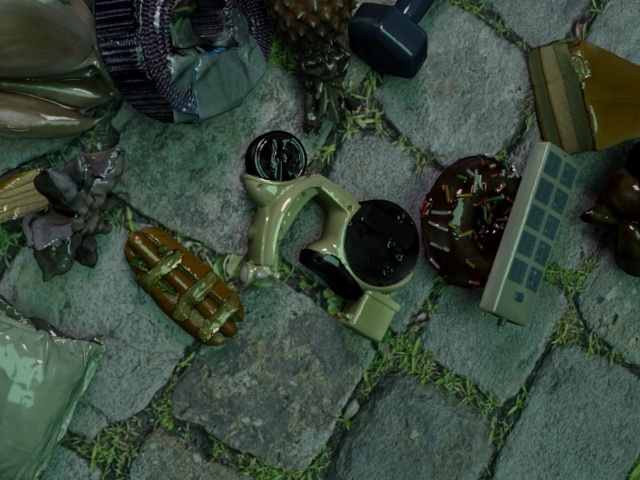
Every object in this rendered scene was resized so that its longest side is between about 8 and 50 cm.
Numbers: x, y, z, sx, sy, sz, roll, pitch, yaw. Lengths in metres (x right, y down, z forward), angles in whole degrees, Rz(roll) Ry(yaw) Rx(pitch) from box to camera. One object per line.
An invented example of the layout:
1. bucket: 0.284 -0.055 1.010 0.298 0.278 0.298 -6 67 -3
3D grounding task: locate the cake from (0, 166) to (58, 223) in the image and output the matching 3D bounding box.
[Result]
1. cake: -0.491 -0.067 1.123 0.185 0.116 0.079 -11 99 -13

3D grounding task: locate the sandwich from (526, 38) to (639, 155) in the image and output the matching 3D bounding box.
1. sandwich: 0.548 -0.300 1.427 0.199 0.155 0.227 -18 97 -18

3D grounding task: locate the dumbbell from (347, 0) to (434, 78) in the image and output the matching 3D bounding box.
1. dumbbell: 0.188 -0.455 1.304 0.316 0.156 0.144 -55 136 -8

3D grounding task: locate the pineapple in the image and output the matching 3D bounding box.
1. pineapple: -0.013 -0.353 1.213 0.175 0.175 0.360 -13 121 -17

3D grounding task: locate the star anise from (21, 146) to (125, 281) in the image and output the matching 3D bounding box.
1. star anise: -0.384 -0.049 1.126 0.093 0.229 0.236 25 71 15

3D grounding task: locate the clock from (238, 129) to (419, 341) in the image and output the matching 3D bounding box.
1. clock: 0.000 0.000 1.285 0.379 0.120 0.276 29 78 -18

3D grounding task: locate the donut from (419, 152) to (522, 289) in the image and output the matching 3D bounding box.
1. donut: 0.305 -0.033 1.364 0.270 0.103 0.269 -3 96 -33

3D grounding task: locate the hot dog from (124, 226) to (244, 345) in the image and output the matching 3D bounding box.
1. hot dog: -0.237 0.077 1.233 0.269 0.072 0.109 46 77 -16

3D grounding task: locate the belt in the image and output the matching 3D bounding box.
1. belt: -0.202 -0.320 1.122 0.325 0.122 0.260 -37 122 -54

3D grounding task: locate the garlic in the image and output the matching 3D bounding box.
1. garlic: -0.437 -0.275 1.081 0.292 0.210 0.237 -10 90 -9

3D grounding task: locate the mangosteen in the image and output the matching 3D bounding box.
1. mangosteen: 0.706 -0.069 1.435 0.347 0.307 0.306 -21 100 13

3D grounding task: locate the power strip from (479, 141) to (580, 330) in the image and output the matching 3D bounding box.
1. power strip: 0.389 -0.005 1.337 0.106 0.043 0.367 23 84 -33

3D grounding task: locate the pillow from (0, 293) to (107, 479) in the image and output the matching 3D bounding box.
1. pillow: -0.518 0.235 1.114 0.284 0.138 0.309 28 87 -17
